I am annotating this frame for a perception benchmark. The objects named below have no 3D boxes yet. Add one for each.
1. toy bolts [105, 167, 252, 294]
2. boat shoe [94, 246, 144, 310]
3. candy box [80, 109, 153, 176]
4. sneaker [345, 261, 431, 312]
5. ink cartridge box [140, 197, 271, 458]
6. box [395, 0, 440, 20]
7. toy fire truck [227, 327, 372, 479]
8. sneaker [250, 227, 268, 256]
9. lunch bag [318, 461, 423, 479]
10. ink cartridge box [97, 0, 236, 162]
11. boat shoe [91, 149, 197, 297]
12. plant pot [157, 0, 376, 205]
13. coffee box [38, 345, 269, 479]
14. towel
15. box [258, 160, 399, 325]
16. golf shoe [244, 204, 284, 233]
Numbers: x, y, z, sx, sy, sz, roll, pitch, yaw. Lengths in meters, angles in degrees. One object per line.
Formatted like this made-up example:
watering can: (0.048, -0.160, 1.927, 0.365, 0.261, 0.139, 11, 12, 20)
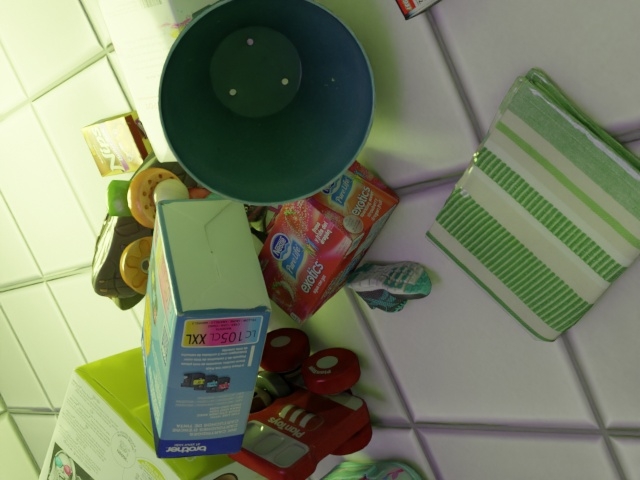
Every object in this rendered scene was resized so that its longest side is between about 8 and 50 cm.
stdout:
toy bolts: (-0.225, -0.016, 1.754, 0.158, 0.229, 0.218, 3, 96, 49)
boat shoe: (-0.425, 0.023, 2.137, 0.104, 0.111, 0.307, 42, 141, 22)
candy box: (-0.384, -0.186, 1.986, 0.187, 0.053, 0.109, -3, 113, 53)
sneaker: (0.116, 0.078, 1.579, 0.166, 0.065, 0.076, 4, 134, 53)
ink cartridge box: (-0.200, 0.166, 1.671, 0.270, 0.151, 0.395, -109, 24, -46)
box: (0.101, -0.388, 1.263, 0.114, 0.036, 0.207, -24, 96, 55)
toy fire truck: (-0.070, 0.298, 1.783, 0.302, 0.254, 0.169, 16, 127, 44)
sneaker: (-0.176, 0.091, 1.855, 0.090, 0.145, 0.270, 50, 144, 13)
lunch bag: (0.105, 0.504, 1.849, 0.279, 0.108, 0.224, -19, 95, 52)
ink cartridge box: (-0.226, -0.310, 1.645, 0.207, 0.119, 0.353, 3, 116, 49)
boat shoe: (-0.346, -0.054, 1.918, 0.355, 0.132, 0.130, -56, 40, 25)
plant pot: (-0.084, -0.217, 1.446, 0.195, 0.290, 0.290, -113, 9, -67)
coffee box: (-0.288, 0.425, 2.005, 0.338, 0.338, 0.334, 38, 122, 27)
towel: (0.281, -0.029, 1.311, 0.248, 0.038, 0.324, 45, 141, 16)
box: (0.000, 0.000, 1.580, 0.123, 0.128, 0.257, 42, 142, 10)
golf shoe: (-0.052, -0.066, 1.675, 0.086, 0.067, 0.186, 33, 144, -23)
